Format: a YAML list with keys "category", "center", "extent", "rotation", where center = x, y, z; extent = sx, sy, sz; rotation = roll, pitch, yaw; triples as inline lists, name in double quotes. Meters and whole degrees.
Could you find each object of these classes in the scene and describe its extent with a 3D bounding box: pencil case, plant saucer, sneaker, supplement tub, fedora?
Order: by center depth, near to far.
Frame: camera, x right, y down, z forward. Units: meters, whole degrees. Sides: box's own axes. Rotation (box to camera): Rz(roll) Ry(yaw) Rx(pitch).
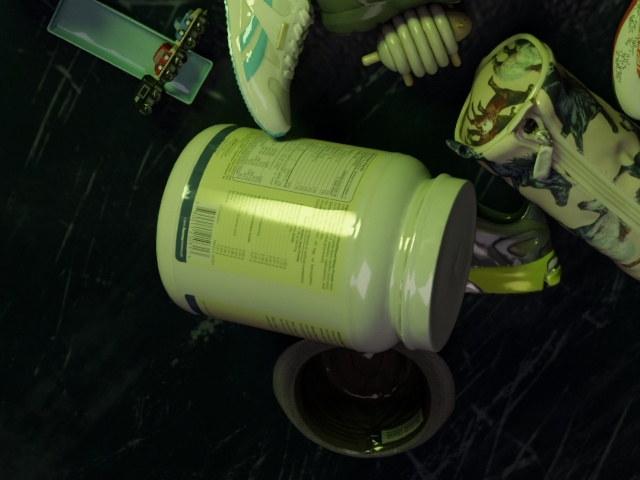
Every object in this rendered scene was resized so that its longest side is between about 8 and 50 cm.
- category: "sneaker"
  center: [0.112, -0.308, 1.215]
  extent: [0.267, 0.101, 0.106]
  rotation: [-16, 117, 13]
- category: "sneaker"
  center: [0.386, -0.224, 1.221]
  extent: [0.090, 0.145, 0.270]
  rotation: [8, 125, -1]
- category: "sneaker"
  center: [-0.052, -0.230, 1.250]
  extent: [0.092, 0.087, 0.229]
  rotation: [-7, 97, 7]
- category: "supplement tub"
  center: [0.000, 0.000, 1.309]
  extent: [0.325, 0.235, 0.235]
  rotation: [11, 126, 18]
- category: "pencil case"
  center: [0.344, -0.060, 1.315]
  extent: [0.410, 0.183, 0.160]
  rotation: [35, 120, -19]
- category: "plant saucer"
  center: [-0.226, -0.235, 1.342]
  extent: [0.192, 0.018, 0.067]
  rotation: [27, 122, -12]
- category: "sneaker"
  center: [0.154, 0.004, 1.437]
  extent: [0.300, 0.111, 0.121]
  rotation: [-5, 105, 8]
- category: "fedora"
  center: [0.062, 0.172, 1.531]
  extent: [0.244, 0.124, 0.275]
  rotation: [-7, 131, 12]

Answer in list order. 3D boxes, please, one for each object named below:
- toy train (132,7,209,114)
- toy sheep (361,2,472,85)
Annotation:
- category: "toy train"
  center: [-0.179, -0.214, 1.327]
  extent: [0.036, 0.027, 0.158]
  rotation: [36, 120, -6]
- category: "toy sheep"
  center: [0.111, -0.226, 1.280]
  extent: [0.132, 0.091, 0.091]
  rotation: [-25, 120, 5]
